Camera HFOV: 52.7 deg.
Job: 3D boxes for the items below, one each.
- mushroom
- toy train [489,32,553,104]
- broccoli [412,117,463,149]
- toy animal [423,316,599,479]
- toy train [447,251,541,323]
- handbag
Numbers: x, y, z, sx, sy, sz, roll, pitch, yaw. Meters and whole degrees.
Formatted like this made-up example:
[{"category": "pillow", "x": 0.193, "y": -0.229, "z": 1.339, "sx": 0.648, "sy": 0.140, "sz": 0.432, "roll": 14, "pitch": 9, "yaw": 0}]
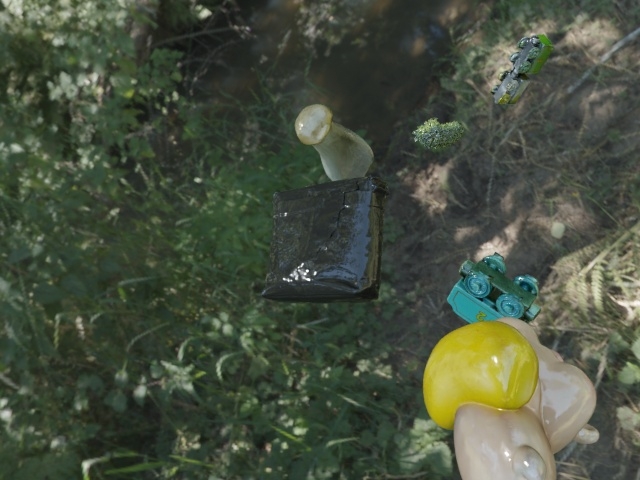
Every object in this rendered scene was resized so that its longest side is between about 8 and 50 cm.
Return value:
[{"category": "mushroom", "x": 0.042, "y": -0.251, "z": 1.777, "sx": 0.122, "sy": 0.329, "sz": 0.159, "roll": -8, "pitch": 71, "yaw": 24}, {"category": "toy train", "x": 0.490, "y": -0.414, "z": 1.583, "sx": 0.060, "sy": 0.081, "sz": 0.202, "roll": 66, "pitch": 152, "yaw": 29}, {"category": "broccoli", "x": 0.276, "y": -0.255, "z": 1.513, "sx": 0.097, "sy": 0.095, "sz": 0.092, "roll": -44, "pitch": 30, "yaw": 28}, {"category": "toy animal", "x": 0.334, "y": 0.261, "z": 1.030, "sx": 0.345, "sy": 0.247, "sz": 0.277, "roll": -112, "pitch": 27, "yaw": -50}, {"category": "toy train", "x": 0.407, "y": 0.136, "z": 1.518, "sx": 0.203, "sy": 0.112, "sz": 0.163, "roll": 36, "pitch": 135, "yaw": 19}, {"category": "handbag", "x": 0.000, "y": 0.000, "z": 1.152, "sx": 0.247, "sy": 0.080, "sz": 0.222, "roll": -4, "pitch": 77, "yaw": 37}]
